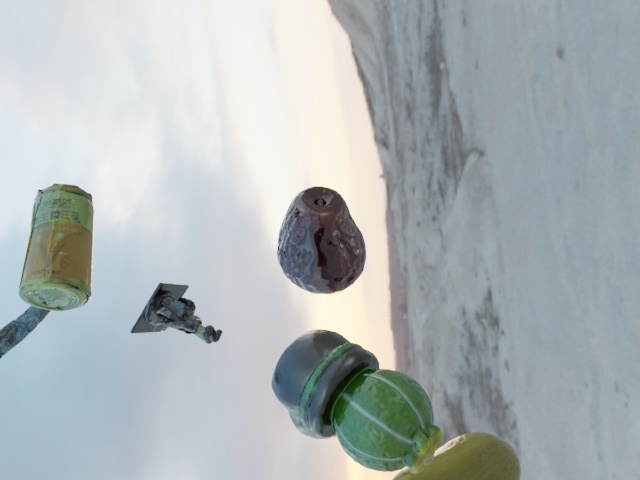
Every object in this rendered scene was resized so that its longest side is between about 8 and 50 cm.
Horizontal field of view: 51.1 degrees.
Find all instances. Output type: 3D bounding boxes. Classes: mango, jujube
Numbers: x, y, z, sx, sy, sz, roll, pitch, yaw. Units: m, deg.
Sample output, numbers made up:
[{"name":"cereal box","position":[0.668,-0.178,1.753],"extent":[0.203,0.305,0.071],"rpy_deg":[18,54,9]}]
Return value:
[{"name":"mango","position":[0.311,0.550,1.505],"extent":[0.142,0.331,0.195],"rpy_deg":[5,111,66]},{"name":"jujube","position":[0.000,0.000,1.388],"extent":[0.255,0.189,0.190],"rpy_deg":[89,-177,-46]}]

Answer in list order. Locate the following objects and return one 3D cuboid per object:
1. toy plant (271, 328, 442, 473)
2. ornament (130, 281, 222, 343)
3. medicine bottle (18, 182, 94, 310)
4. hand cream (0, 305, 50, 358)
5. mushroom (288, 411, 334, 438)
[{"name":"toy plant","position":[0.037,0.151,0.619],"extent":[0.092,0.162,0.093],"rpy_deg":[-37,-38,-36]},{"name":"ornament","position":[-0.348,0.221,1.720],"extent":[0.153,0.196,0.166],"rpy_deg":[-60,-17,4]},{"name":"medicine bottle","position":[-0.487,0.004,1.259],"extent":[0.124,0.124,0.239],"rpy_deg":[75,-175,-60]},{"name":"hand cream","position":[-0.929,0.267,2.064],"extent":[0.075,0.247,0.052],"rpy_deg":[52,-176,4]},{"name":"mushroom","position":[0.012,0.295,1.200],"extent":[0.148,0.147,0.112],"rpy_deg":[73,-172,-64]}]
